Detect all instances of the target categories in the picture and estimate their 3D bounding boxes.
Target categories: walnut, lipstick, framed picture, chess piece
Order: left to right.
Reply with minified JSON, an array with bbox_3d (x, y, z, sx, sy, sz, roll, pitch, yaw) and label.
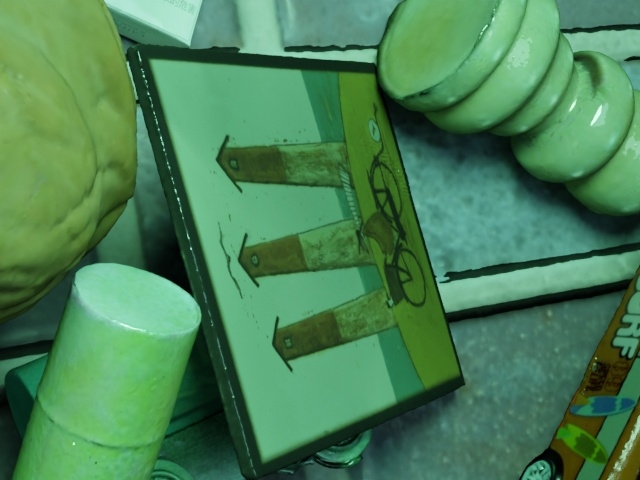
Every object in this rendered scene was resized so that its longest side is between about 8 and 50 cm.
[{"bbox_3d":[-0.240,-0.087,0.754,0.313,0.277,0.252,28,91,-12],"label":"walnut"},{"bbox_3d":[-0.139,0.161,0.807,0.076,0.076,0.304,8,114,-28],"label":"lipstick"},{"bbox_3d":[0.000,0.000,0.923,0.324,0.013,0.244,-10,83,-64],"label":"framed picture"},{"bbox_3d":[0.170,-0.101,1.085,0.243,0.133,0.133,32,69,-30],"label":"chess piece"}]

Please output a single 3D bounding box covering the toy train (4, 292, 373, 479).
[{"bbox_3d":[-0.080,0.102,0.928,0.248,0.101,0.159,-24,87,-29],"label":"toy train"}]

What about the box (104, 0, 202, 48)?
[{"bbox_3d":[-0.108,-0.211,0.980,0.084,0.040,0.154,22,73,-23],"label":"box"}]

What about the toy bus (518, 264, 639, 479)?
[{"bbox_3d":[0.240,0.119,1.072,0.093,0.092,0.409,33,80,-26],"label":"toy bus"}]
